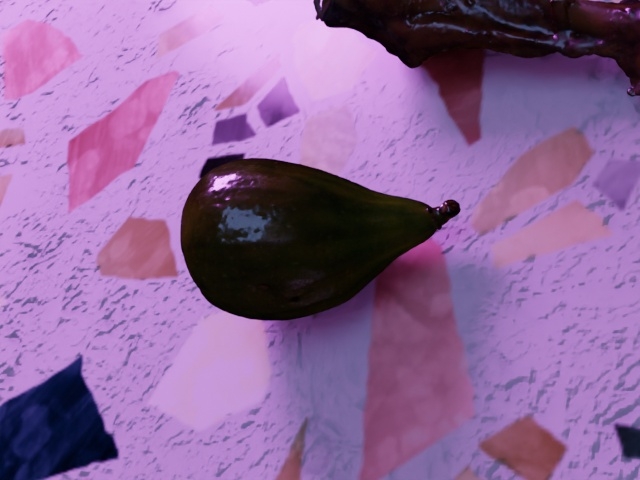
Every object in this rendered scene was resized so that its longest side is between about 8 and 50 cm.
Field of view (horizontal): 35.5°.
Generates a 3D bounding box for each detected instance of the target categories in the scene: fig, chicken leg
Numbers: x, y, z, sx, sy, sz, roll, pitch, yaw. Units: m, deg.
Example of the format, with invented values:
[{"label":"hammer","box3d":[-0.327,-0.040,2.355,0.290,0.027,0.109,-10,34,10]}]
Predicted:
[{"label":"fig","box3d":[0.000,0.000,0.644,0.177,0.117,0.117,3,63,11]},{"label":"chicken leg","box3d":[0.130,-0.149,0.655,0.304,0.093,0.113,25,97,33]}]
